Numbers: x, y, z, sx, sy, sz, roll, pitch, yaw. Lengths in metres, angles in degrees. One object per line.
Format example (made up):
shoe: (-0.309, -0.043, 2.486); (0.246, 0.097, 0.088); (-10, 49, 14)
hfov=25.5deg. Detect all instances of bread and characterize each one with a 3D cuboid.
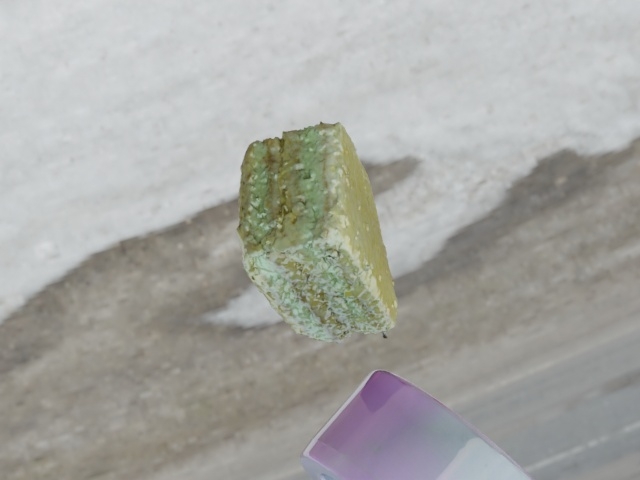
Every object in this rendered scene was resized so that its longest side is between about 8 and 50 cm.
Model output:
bread: (0.000, 0.000, 1.252); (0.102, 0.138, 0.196); (-9, 152, 15)

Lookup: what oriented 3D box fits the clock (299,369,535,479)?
clock: (0.134, 0.247, 1.199); (0.102, 0.338, 0.338); (-50, 158, -11)
